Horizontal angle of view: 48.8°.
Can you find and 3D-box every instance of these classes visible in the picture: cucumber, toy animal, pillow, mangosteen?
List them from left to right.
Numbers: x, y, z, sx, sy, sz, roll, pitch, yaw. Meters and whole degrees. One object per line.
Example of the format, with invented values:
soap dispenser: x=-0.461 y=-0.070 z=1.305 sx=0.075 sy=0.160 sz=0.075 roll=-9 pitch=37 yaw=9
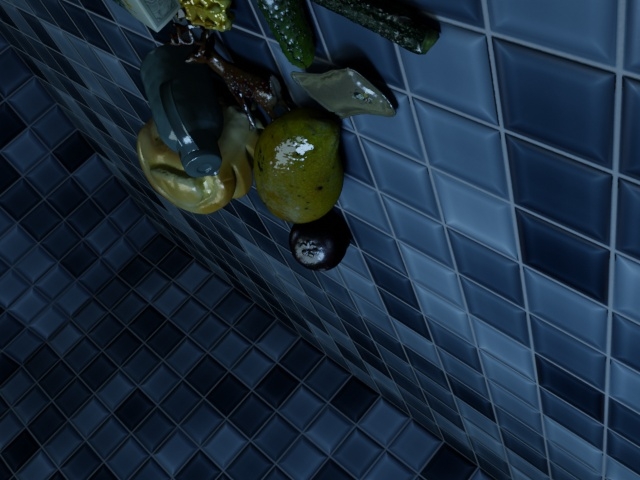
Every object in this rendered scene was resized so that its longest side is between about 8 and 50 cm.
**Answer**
toy animal: x=-0.159 y=-0.328 z=1.395 sx=0.244 sy=0.087 sz=0.260 roll=17 pitch=152 yaw=30
cucumber: x=-0.052 y=-0.343 z=1.085 sx=0.069 sy=0.069 sz=0.227 roll=33 pitch=164 yaw=32
mangosteen: x=0.000 y=0.000 z=1.723 sx=0.152 sy=0.152 sz=0.152 roll=39 pitch=163 yaw=14
pillow: x=0.036 y=-0.244 z=1.175 sx=0.130 sy=0.033 sz=0.217 roll=38 pitch=168 yaw=-30
cucumber: x=0.049 y=-0.318 z=0.953 sx=0.257 sy=0.043 sz=0.044 roll=35 pitch=157 yaw=28

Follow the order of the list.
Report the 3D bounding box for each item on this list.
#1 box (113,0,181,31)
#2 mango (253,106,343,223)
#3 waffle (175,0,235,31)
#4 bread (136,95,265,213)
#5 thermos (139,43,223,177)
box: x=-0.374 y=-0.487 z=1.217 sx=0.256 sy=0.069 sz=0.164 roll=38 pitch=172 yaw=22
mango: x=-0.047 y=-0.145 z=1.402 sx=0.329 sy=0.177 sz=0.175 roll=85 pitch=168 yaw=-70
waffle: x=-0.267 y=-0.479 z=1.261 sx=0.309 sy=0.065 sz=0.283 roll=46 pitch=162 yaw=0
bread: x=-0.267 y=-0.199 z=1.639 sx=0.316 sy=0.270 sz=0.211 roll=26 pitch=172 yaw=31
thermos: x=-0.279 y=-0.271 z=1.452 sx=0.182 sy=0.145 sz=0.286 roll=53 pitch=-166 yaw=-62
